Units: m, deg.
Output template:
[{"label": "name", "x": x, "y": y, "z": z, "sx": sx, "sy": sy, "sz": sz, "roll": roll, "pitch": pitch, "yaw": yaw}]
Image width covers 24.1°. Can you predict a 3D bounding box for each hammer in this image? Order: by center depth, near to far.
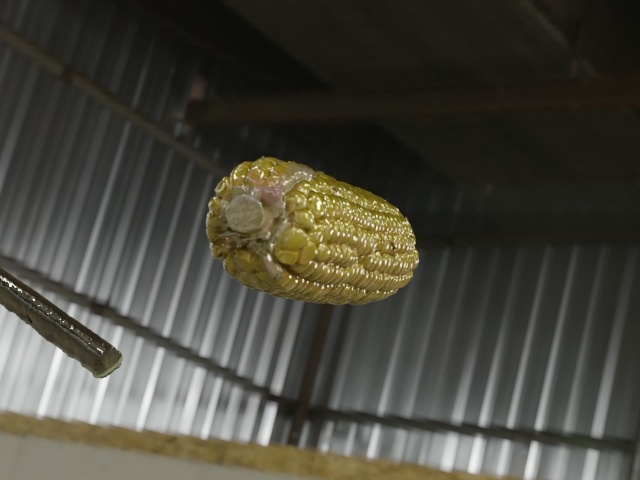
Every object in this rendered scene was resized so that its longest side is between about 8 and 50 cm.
[{"label": "hammer", "x": -0.286, "y": 0.047, "z": 1.382, "sx": 0.297, "sy": 0.125, "sz": 0.027, "roll": 32, "pitch": -9, "yaw": 35}]

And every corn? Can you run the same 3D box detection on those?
[{"label": "corn", "x": 0.000, "y": 0.000, "z": 0.895, "sx": 0.080, "sy": 0.080, "sz": 0.238, "roll": 8, "pitch": -4, "yaw": 22}]
